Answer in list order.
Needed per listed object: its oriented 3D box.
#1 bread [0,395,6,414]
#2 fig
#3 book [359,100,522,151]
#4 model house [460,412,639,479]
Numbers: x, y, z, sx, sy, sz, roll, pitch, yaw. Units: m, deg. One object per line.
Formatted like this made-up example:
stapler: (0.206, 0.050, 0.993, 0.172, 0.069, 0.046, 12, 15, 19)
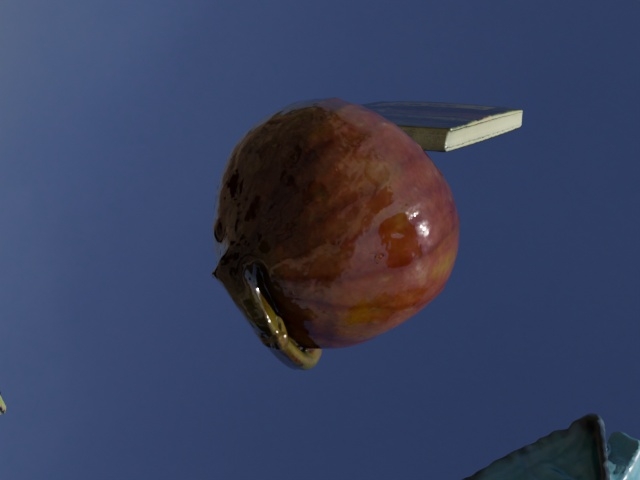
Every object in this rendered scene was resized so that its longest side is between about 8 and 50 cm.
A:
bread: (-0.350, 0.061, 1.225, 0.033, 0.228, 0.228, -28, -146, -12)
fig: (0.000, -0.001, 1.009, 0.205, 0.205, 0.205, -31, -132, 41)
book: (0.083, -0.110, 1.265, 0.160, 0.228, 0.024, 7, -78, 24)
model house: (0.220, 0.302, 1.068, 0.226, 0.261, 0.241, 13, -136, 35)
